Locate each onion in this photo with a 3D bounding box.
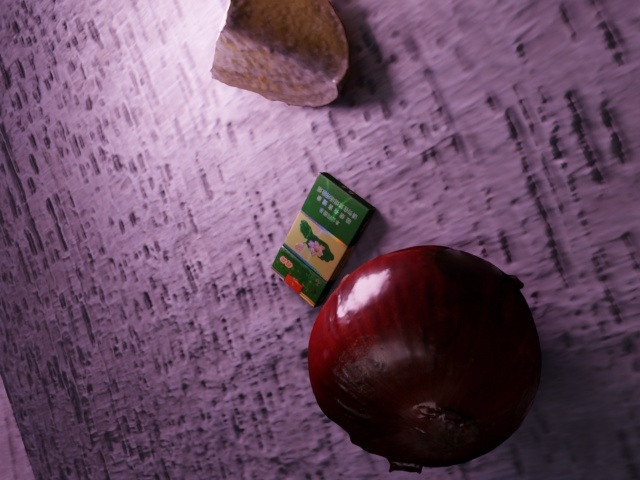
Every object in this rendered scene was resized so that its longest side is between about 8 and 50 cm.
[{"bbox_3d":[0.165,0.157,0.852,0.341,0.341,0.341,4,98,32],"label":"onion"}]

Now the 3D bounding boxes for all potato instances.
[{"bbox_3d":[-0.060,-0.377,1.065,0.264,0.211,0.189,26,71,-5],"label":"potato"}]

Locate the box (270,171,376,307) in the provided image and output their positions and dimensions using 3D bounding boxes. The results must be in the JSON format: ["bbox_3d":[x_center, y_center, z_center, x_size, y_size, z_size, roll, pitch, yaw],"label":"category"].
[{"bbox_3d":[0.000,0.000,1.102,0.132,0.034,0.235,39,115,23],"label":"box"}]
